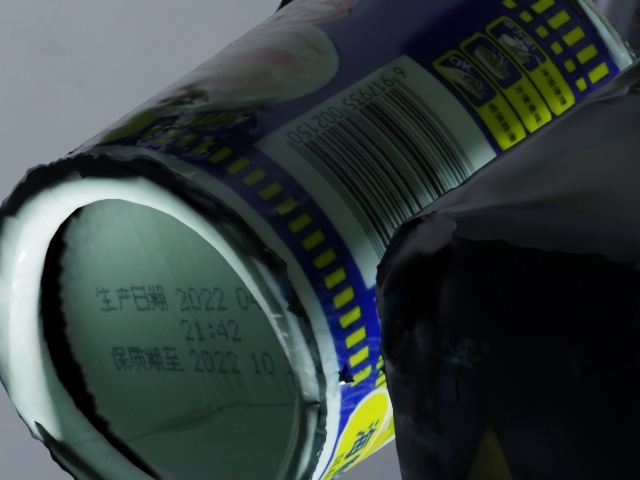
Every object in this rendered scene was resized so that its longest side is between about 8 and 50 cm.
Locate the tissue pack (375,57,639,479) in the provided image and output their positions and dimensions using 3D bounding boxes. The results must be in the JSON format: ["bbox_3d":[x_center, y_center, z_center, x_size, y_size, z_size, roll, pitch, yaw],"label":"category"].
[{"bbox_3d":[0.252,0.083,0.491,0.264,0.417,0.253,-30,121,-34],"label":"tissue pack"}]

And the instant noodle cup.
[{"bbox_3d":[0.000,0.000,0.777,0.312,0.284,0.284,-34,134,-51],"label":"instant noodle cup"}]
